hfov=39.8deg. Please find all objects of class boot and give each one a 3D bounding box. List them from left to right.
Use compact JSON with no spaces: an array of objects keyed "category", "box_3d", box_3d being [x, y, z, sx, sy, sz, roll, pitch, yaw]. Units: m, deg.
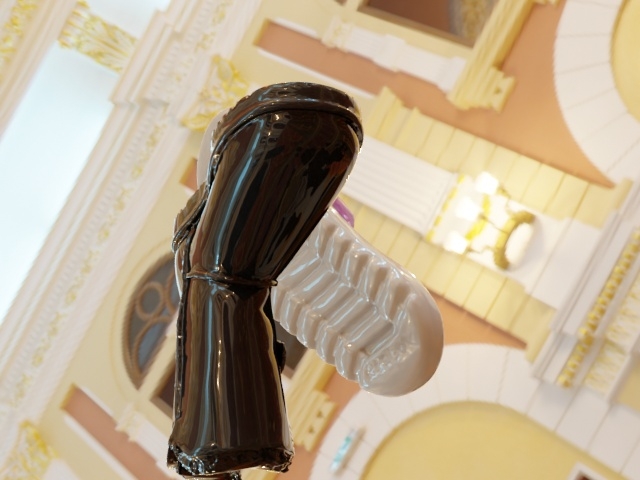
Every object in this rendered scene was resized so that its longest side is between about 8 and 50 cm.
[{"category":"boot","box_3d":[-0.038,0.043,0.576,0.094,0.207,0.246,7,-28,-25]}]

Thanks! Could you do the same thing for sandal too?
[{"category":"sandal","box_3d":[-0.008,0.012,0.964,0.102,0.416,0.169,2,-51,-46]}]
